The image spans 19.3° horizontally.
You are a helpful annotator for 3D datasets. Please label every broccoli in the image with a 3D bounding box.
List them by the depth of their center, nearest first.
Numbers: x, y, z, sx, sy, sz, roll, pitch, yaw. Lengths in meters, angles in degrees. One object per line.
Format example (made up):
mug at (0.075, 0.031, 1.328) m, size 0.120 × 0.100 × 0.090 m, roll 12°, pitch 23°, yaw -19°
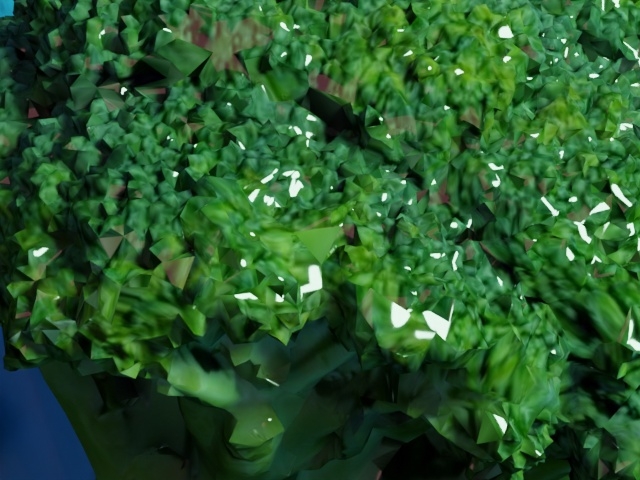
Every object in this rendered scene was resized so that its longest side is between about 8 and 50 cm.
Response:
broccoli at (0.000, 0.000, 0.530) m, size 0.269 × 0.261 × 0.241 m, roll 16°, pitch 111°, yaw -9°
